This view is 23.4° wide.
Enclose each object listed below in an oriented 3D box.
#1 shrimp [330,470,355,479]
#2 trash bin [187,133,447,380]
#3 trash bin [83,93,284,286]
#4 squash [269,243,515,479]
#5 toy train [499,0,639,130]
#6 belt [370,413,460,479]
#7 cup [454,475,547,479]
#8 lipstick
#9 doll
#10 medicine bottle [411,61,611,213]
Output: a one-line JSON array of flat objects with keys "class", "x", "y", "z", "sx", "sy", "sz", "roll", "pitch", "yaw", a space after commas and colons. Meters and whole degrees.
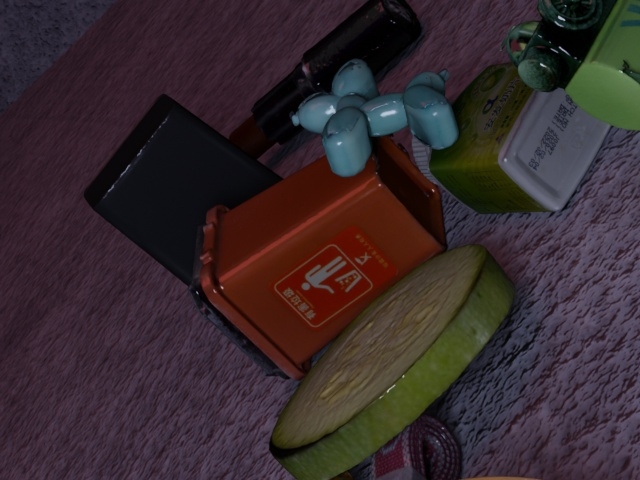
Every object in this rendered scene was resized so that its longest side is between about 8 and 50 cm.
[{"class": "shrimp", "x": 0.011, "y": 0.247, "z": 1.295, "sx": 0.162, "sy": 0.045, "sz": 0.095, "roll": -116, "pitch": 45, "yaw": -61}, {"class": "trash bin", "x": 0.000, "y": 0.000, "z": 1.543, "sx": 0.239, "sy": 0.161, "sz": 0.184, "roll": -35, "pitch": 27, "yaw": 19}, {"class": "trash bin", "x": -0.129, "y": -0.036, "z": 1.737, "sx": 0.165, "sy": 0.225, "sz": 0.115, "roll": -52, "pitch": 21, "yaw": 2}, {"class": "squash", "x": 0.059, "y": 0.105, "z": 1.310, "sx": 0.252, "sy": 0.049, "sz": 0.252, "roll": -42, "pitch": 11, "yaw": 10}, {"class": "toy train", "x": 0.266, "y": -0.203, "z": 1.324, "sx": 0.253, "sy": 0.157, "sz": 0.105, "roll": -57, "pitch": -3, "yaw": -31}, {"class": "belt", "x": 0.062, "y": 0.225, "z": 1.166, "sx": 0.053, "sy": 0.071, "sz": 0.232, "roll": -42, "pitch": 23, "yaw": 34}, {"class": "cup", "x": 0.128, "y": 0.271, "z": 0.884, "sx": 0.226, "sy": 0.182, "sz": 0.264, "roll": -9, "pitch": 46, "yaw": 15}, {"class": "lipstick", "x": -0.001, "y": -0.197, "z": 1.928, "sx": 0.300, "sy": 0.081, "sz": 0.081, "roll": -38, "pitch": 26, "yaw": 27}, {"class": "doll", "x": 0.046, "y": -0.120, "z": 1.439, "sx": 0.159, "sy": 0.059, "sz": 0.158, "roll": -15, "pitch": 29, "yaw": 12}, {"class": "medicine bottle", "x": 0.169, "y": -0.094, "z": 1.427, "sx": 0.132, "sy": 0.088, "sz": 0.188, "roll": -60, "pitch": 24, "yaw": -16}]
